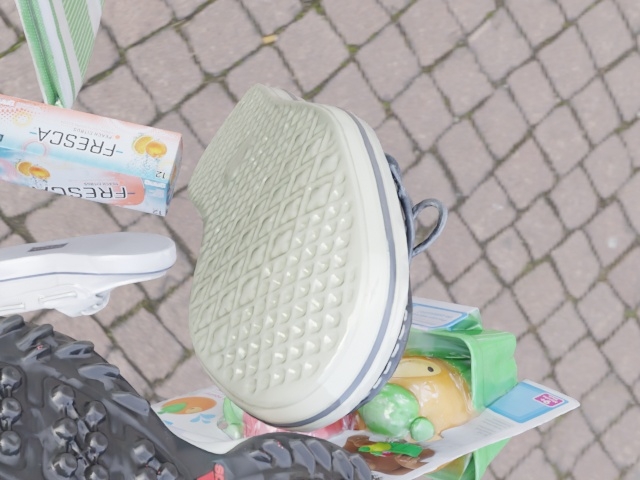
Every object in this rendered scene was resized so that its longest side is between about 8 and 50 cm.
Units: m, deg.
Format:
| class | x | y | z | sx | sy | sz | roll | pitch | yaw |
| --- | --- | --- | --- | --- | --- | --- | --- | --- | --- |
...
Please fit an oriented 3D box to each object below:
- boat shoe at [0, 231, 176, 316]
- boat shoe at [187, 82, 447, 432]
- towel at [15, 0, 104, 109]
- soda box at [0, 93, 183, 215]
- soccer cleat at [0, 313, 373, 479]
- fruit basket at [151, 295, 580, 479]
| class | x | y | z | sx | sy | sz | roll | pitch | yaw |
| --- | --- | --- | --- | --- | --- | --- | --- | --- | --- |
| boat shoe | -0.277 | 0.044 | 1.223 | 0.095 | 0.258 | 0.084 | -43 | 126 | -62 |
| boat shoe | 0.000 | 0.000 | 0.804 | 0.156 | 0.500 | 0.187 | 35 | 99 | -17 |
| towel | -0.269 | -0.320 | 1.128 | 0.038 | 0.248 | 0.325 | 0 | 53 | 2 |
| soda box | -0.225 | -0.080 | 1.006 | 0.183 | 0.058 | 0.063 | 12 | 56 | -2 |
| soccer cleat | -0.100 | 0.126 | 0.500 | 0.318 | 0.116 | 0.109 | 28 | 38 | -41 |
| fruit basket | 0.018 | 0.152 | 1.031 | 0.353 | 0.327 | 0.166 | -5 | 99 | -43 |
